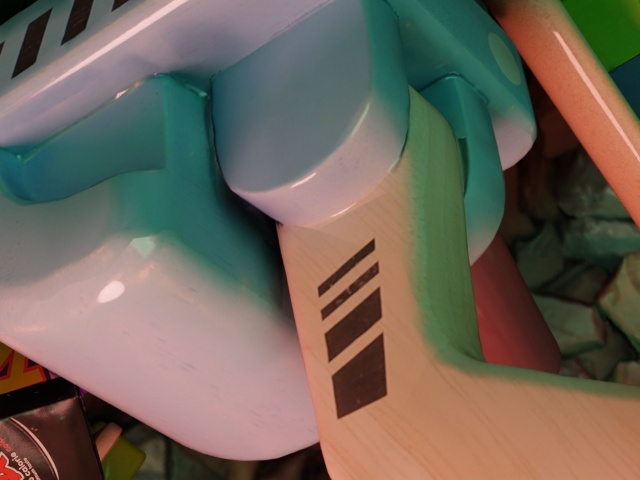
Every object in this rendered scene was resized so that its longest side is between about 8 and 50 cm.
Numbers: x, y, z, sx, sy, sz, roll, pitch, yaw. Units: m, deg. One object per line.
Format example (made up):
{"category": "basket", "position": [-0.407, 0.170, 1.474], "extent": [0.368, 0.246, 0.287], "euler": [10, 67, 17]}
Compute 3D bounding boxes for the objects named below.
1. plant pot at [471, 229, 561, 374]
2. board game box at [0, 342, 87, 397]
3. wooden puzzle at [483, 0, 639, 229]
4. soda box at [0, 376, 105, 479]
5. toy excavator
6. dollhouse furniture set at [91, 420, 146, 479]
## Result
{"category": "plant pot", "position": [0.034, 0.039, 0.905], "extent": [0.180, 0.201, 0.201], "euler": [49, 64, -17]}
{"category": "board game box", "position": [-0.284, 0.009, 0.789], "extent": [0.347, 0.078, 0.233], "euler": [48, 63, -24]}
{"category": "wooden puzzle", "position": [0.138, -0.194, 0.920], "extent": [0.322, 0.080, 0.348], "euler": [53, 22, -12]}
{"category": "soda box", "position": [-0.186, 0.114, 0.729], "extent": [0.169, 0.060, 0.053], "euler": [-17, 100, -9]}
{"category": "toy excavator", "position": [0.000, 0.000, 0.624], "extent": [0.222, 0.433, 0.445], "euler": [36, 36, -42]}
{"category": "dollhouse furniture set", "position": [-0.045, 0.250, 0.820], "extent": [0.301, 0.151, 0.197], "euler": [37, 65, -5]}
